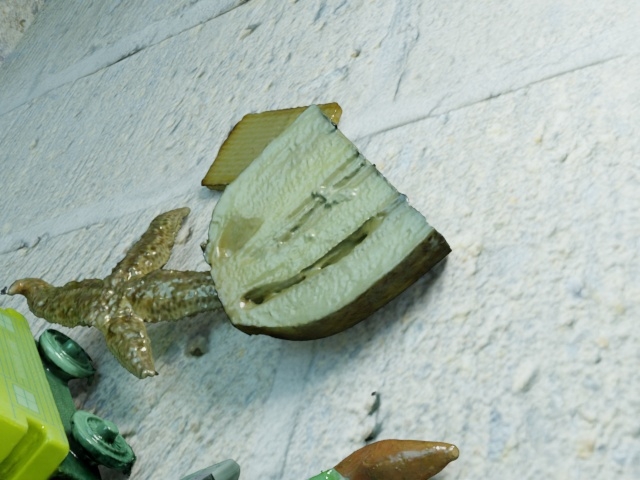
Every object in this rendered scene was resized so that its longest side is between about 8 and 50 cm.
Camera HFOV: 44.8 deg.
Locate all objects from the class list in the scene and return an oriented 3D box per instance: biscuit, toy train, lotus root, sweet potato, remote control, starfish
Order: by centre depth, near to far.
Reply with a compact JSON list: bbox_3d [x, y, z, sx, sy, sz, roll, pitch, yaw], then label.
[{"bbox_3d":[0.053,0.238,0.792,0.202,0.058,0.055,-30,81,24],"label":"sweet potato"},{"bbox_3d":[-0.164,0.290,0.831,0.097,0.256,0.045,-30,80,23],"label":"remote control"},{"bbox_3d":[-0.003,0.016,0.986,0.260,0.149,0.267,-44,54,6],"label":"lotus root"},{"bbox_3d":[-0.439,0.226,1.080,0.179,0.272,0.442,-49,37,-2],"label":"toy train"},{"bbox_3d":[-0.288,0.051,1.218,0.324,0.082,0.432,-44,37,-22],"label":"starfish"},{"bbox_3d":[-0.086,-0.154,1.316,0.254,0.029,0.172,3,58,44],"label":"biscuit"}]

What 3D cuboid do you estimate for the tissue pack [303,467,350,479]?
[{"bbox_3d":[-0.078,0.377,0.713,0.311,0.128,0.228,-30,39,19],"label":"tissue pack"}]
